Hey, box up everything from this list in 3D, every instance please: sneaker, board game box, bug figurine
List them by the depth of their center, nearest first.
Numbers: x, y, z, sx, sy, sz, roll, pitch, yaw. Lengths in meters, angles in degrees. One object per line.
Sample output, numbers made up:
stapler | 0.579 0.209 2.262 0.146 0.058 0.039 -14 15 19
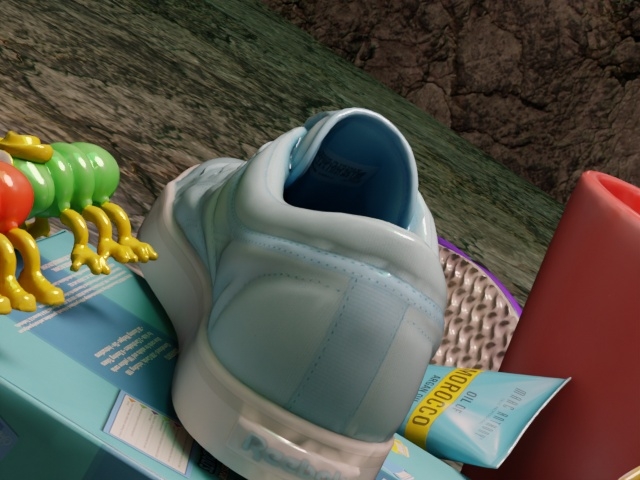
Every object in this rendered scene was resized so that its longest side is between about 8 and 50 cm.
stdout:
bug figurine | -0.211 -0.031 0.767 0.279 0.072 0.216 10 9 28
board game box | -0.039 0.126 0.785 0.336 0.079 0.254 32 11 5
sneaker | 0.000 0.000 0.846 0.135 0.150 0.366 28 11 -19
sneaker | 0.118 0.056 1.437 0.146 0.102 0.293 21 14 -42

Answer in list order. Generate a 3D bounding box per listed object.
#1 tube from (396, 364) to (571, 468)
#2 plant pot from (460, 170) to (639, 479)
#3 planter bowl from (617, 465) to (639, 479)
tube | 0.041 0.096 0.965 0.207 0.080 0.052 3 -50 43
plant pot | 0.216 0.129 1.004 0.275 0.243 0.275 29 11 -6
planter bowl | 0.194 0.203 0.725 0.217 0.090 0.217 11 44 -11
